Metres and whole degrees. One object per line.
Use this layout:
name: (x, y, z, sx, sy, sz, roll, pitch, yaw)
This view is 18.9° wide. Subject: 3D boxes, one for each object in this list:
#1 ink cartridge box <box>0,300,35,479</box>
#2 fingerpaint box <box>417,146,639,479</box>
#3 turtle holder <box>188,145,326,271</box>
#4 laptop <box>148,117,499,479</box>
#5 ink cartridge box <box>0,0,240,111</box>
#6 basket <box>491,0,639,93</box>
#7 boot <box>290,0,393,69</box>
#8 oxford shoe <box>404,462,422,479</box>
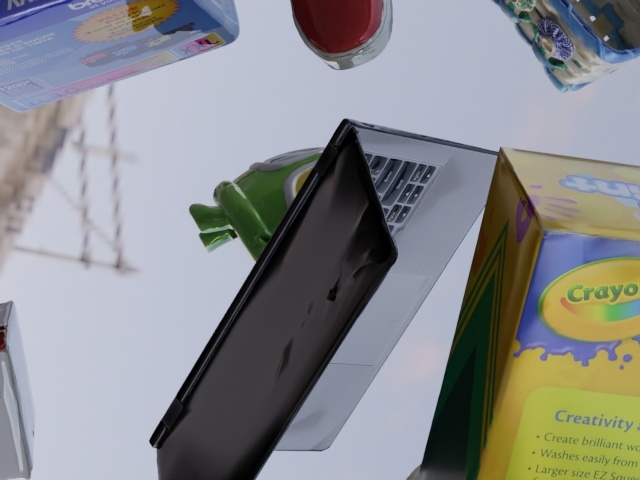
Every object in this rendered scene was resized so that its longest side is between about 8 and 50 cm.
ink cartridge box: (-0.433, 0.155, 1.823, 0.272, 0.310, 0.130, -128, -151, -77)
fingerpaint box: (0.323, 0.146, 1.526, 0.163, 0.445, 0.371, -106, -155, -63)
turtle holder: (-0.008, -0.012, 2.220, 0.243, 0.227, 0.320, 56, -6, 27)
laptop: (0.029, 0.113, 1.768, 0.236, 0.408, 0.382, 46, -66, 34)
ink cartridge box: (-0.261, -0.260, 1.885, 0.395, 0.270, 0.151, 31, 42, -77)
basket: (0.339, -0.317, 2.236, 0.254, 0.201, 0.289, 54, -40, 10)
boot: (-0.013, -0.275, 1.648, 0.088, 0.176, 0.244, -21, -129, 9)
oxford shoe: (0.119, 0.505, 2.540, 0.130, 0.169, 0.449, 169, -68, -71)
